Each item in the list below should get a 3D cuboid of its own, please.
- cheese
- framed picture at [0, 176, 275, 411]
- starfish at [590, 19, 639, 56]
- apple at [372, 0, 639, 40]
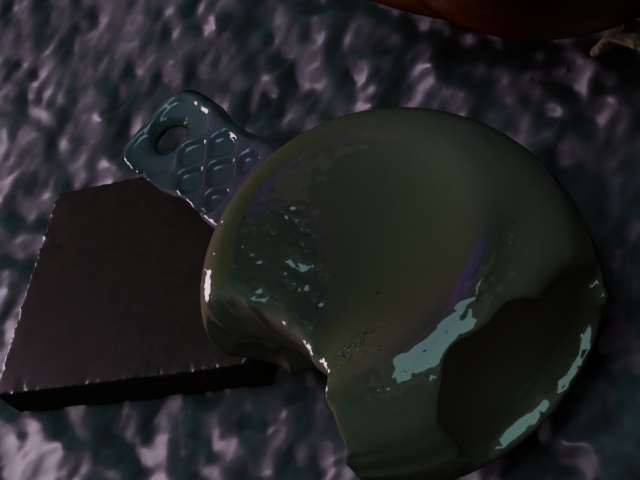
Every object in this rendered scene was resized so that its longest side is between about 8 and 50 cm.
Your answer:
[{"bbox_3d":[0.000,0.000,0.864,0.286,0.082,0.163,29,75,43],"label":"cheese"},{"bbox_3d":[-0.085,0.022,0.971,0.168,0.023,0.128,-9,54,34],"label":"framed picture"},{"bbox_3d":[0.225,-0.033,0.727,0.295,0.048,0.231,10,62,29],"label":"starfish"},{"bbox_3d":[0.097,-0.240,0.842,0.317,0.288,0.288,-39,42,-5],"label":"apple"}]
